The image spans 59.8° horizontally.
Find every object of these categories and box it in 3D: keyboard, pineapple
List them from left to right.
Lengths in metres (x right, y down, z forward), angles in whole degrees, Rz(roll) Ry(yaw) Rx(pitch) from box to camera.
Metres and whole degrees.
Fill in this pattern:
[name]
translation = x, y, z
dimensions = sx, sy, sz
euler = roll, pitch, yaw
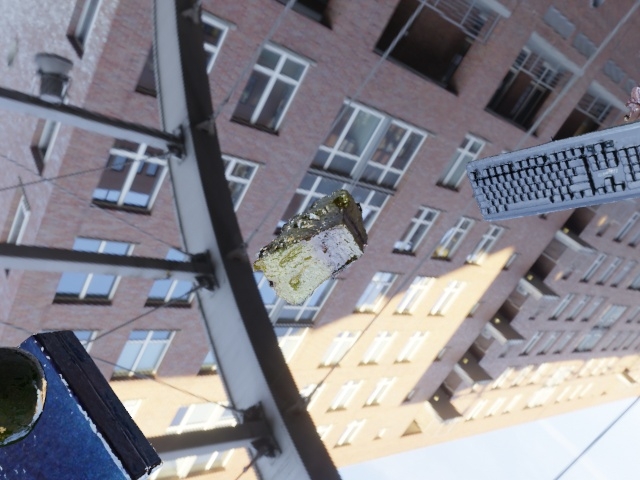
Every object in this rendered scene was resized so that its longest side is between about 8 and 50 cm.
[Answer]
[pineapple]
translation = 0.000, 0.000, 0.961
dimensions = 0.114, 0.236, 0.186
euler = 49, 162, -25
[keyboard]
translation = 0.288, -0.079, 0.670
dimensions = 0.025, 0.230, 0.094
euler = -34, -74, -43

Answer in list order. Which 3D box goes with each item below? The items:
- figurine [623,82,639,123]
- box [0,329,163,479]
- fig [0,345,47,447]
[figurine]
translation = 0.586, -0.223, 0.987
dimensions = 0.114, 0.157, 0.126
euler = 55, 177, -10
[box]
translation = -0.428, 0.321, 0.825
dimensions = 0.261, 0.279, 0.116
euler = 51, -177, 10
[fig]
translation = -0.385, 0.164, 0.605
dimensions = 0.117, 0.117, 0.177
euler = 45, -179, 34
